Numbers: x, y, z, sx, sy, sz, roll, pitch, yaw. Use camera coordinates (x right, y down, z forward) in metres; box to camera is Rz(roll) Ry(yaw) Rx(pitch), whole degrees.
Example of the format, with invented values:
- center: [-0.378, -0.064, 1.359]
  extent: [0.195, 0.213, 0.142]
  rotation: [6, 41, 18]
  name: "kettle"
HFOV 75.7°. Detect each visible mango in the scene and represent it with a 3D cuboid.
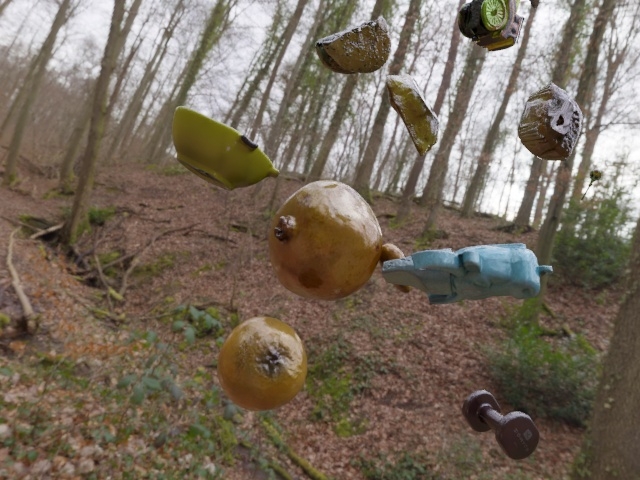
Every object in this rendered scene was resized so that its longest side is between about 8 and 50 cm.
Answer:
- center: [0.263, 0.096, 1.439]
  extent: [0.184, 0.084, 0.102]
  rotation: [60, -17, -4]
  name: "mango"

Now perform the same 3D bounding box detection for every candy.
- center: [0.599, -0.122, 0.915]
  extent: [0.025, 0.023, 0.084]
  rotation: [45, -34, 39]
  name: "candy"

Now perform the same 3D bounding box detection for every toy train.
- center: [0.448, -0.639, 1.034]
  extent: [0.160, 0.297, 0.100]
  rotation: [8, 8, -28]
  name: "toy train"

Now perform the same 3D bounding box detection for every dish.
- center: [-0.241, -0.191, 0.965]
  extent: [0.262, 0.109, 0.221]
  rotation: [26, -8, 24]
  name: "dish"

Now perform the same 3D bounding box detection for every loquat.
- center: [-0.167, 0.353, 1.191]
  extent: [0.262, 0.263, 0.263]
  rotation: [19, -13, 4]
  name: "loquat"

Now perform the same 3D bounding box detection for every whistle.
- center: [0.242, 0.054, 0.705]
  extent: [0.273, 0.093, 0.186]
  rotation: [-3, -28, 23]
  name: "whistle"

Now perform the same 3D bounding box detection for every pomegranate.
- center: [0.000, 0.000, 1.402]
  extent: [0.415, 0.418, 0.417]
  rotation: [19, -13, 4]
  name: "pomegranate"

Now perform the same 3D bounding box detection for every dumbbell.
- center: [0.567, 0.581, 1.315]
  extent: [0.141, 0.124, 0.225]
  rotation: [56, -10, -9]
  name: "dumbbell"

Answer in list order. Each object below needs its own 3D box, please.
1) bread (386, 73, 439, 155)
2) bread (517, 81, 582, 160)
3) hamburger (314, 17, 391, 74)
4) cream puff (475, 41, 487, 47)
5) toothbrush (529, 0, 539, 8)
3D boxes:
- center: [0.259, -0.352, 1.129]
  extent: [0.233, 0.088, 0.161]
  rotation: [58, 22, -7]
  name: "bread"
- center: [0.763, -0.385, 1.361]
  extent: [0.192, 0.210, 0.109]
  rotation: [30, -14, -21]
  name: "bread"
- center: [0.140, -0.735, 1.600]
  extent: [0.193, 0.287, 0.167]
  rotation: [65, -13, -20]
  name: "hamburger"
- center: [0.532, -0.654, 1.265]
  extent: [0.104, 0.120, 0.133]
  rotation: [33, 30, 34]
  name: "cream puff"
- center: [0.284, -0.425, 0.573]
  extent: [0.020, 0.025, 0.286]
  rotation: [-14, -19, 30]
  name: "toothbrush"
